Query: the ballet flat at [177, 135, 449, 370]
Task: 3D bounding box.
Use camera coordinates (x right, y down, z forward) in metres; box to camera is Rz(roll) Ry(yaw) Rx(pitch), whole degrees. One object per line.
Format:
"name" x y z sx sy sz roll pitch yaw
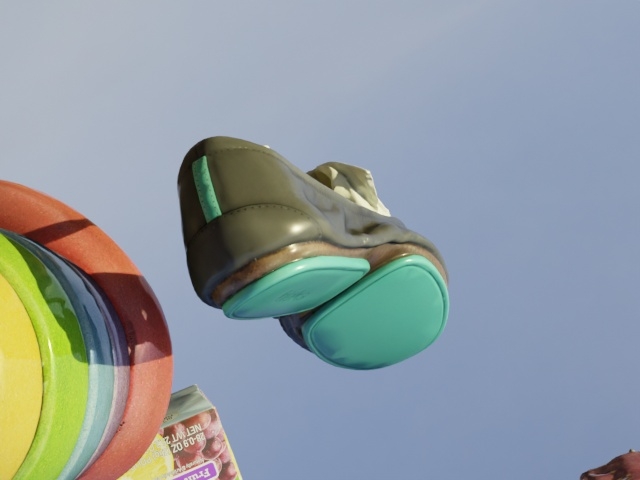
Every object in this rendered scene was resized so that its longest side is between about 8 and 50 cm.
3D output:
"ballet flat" 0.000 0.000 1.034 0.095 0.096 0.280 -29 162 9

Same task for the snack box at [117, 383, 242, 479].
"snack box" -0.125 0.229 1.369 0.174 0.207 0.070 -22 -163 -10

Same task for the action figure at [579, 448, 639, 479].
"action figure" 0.339 0.308 1.958 0.248 0.276 0.370 -25 180 16

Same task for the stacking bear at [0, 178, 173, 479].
"stacking bear" -0.200 0.065 0.940 0.164 0.175 0.289 17 -174 20
